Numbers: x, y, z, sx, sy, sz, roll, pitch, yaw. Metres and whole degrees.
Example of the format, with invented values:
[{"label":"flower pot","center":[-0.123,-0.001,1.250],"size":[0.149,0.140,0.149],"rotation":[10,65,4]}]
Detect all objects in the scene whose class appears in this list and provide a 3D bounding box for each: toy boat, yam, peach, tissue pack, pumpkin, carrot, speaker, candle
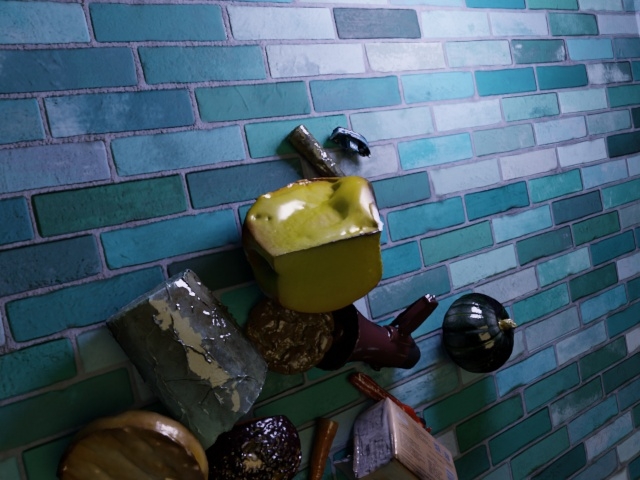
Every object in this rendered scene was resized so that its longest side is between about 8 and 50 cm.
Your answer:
[{"label":"toy boat","center":[0.087,-0.266,1.578],"size":[0.137,0.060,0.060],"rotation":[21,57,-36]},{"label":"yam","center":[0.015,-0.196,1.530],"size":[0.274,0.061,0.061],"rotation":[48,64,-22]},{"label":"peach","center":[0.000,0.000,1.388],"size":[0.381,0.306,0.242],"rotation":[-22,133,-21]},{"label":"tissue pack","center":[0.203,0.622,1.536],"size":[0.305,0.239,0.238],"rotation":[45,65,-22]},{"label":"yam","center":[-0.279,0.245,1.227],"size":[0.241,0.241,0.348],"rotation":[-40,106,-28]},{"label":"pumpkin","center":[0.487,0.274,1.717],"size":[0.250,0.216,0.249],"rotation":[32,46,-41]},{"label":"carrot","center":[-0.003,0.574,1.477],"size":[0.057,0.057,0.224],"rotation":[18,80,-31]},{"label":"speaker","center":[0.151,0.230,1.520],"size":[0.330,0.198,0.258],"rotation":[14,97,-39]},{"label":"candle","center":[0.201,0.462,1.613],"size":[0.329,0.048,0.051],"rotation":[41,75,-23]}]

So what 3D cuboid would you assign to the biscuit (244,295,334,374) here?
[{"label":"biscuit","center":[-0.075,0.221,1.399],"size":[0.226,0.042,0.225],"rotation":[2,72,-5]}]

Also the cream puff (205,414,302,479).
[{"label":"cream puff","center":[-0.153,0.491,1.271],"size":[0.239,0.239,0.164],"rotation":[-3,62,-33]}]

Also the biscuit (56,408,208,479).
[{"label":"biscuit","center":[-0.372,0.470,1.154],"size":[0.297,0.102,0.296],"rotation":[0,110,-1]}]
